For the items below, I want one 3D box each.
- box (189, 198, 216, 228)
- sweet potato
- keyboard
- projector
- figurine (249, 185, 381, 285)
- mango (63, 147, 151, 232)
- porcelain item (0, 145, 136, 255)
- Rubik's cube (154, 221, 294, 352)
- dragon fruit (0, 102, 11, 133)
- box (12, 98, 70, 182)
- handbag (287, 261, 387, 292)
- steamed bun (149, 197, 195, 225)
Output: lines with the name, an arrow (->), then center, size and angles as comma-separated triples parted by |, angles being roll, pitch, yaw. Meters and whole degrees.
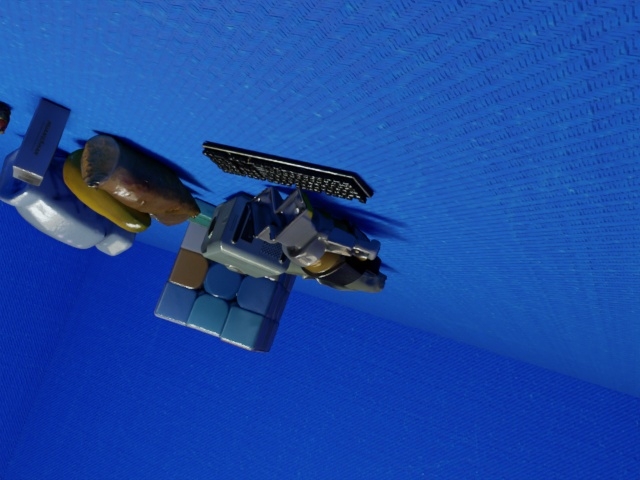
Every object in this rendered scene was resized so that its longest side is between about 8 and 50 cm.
box -> -0.326, -0.069, 2.061 | 0.162, 0.041, 0.229 | 24, 170, -22
sweet potato -> -0.382, -0.120, 1.630 | 0.131, 0.131, 0.337 | 12, 168, 42
keyboard -> -0.063, -0.119, 1.261 | 0.317, 0.027, 0.106 | 14, 169, 28
projector -> -0.174, -0.006, 1.737 | 0.177, 0.163, 0.242 | 24, 168, -18
figurine -> -0.003, 0.001, 1.488 | 0.308, 0.143, 0.308 | 37, 180, 0
mango -> -0.513, -0.119, 1.723 | 0.317, 0.119, 0.176 | 40, 171, 21
porcelain item -> -0.710, -0.108, 2.047 | 0.178, 0.242, 0.405 | -7, 156, 28
Rubik's cube -> -0.288, 0.154, 2.346 | 0.344, 0.346, 0.347 | 18, 170, 9
dragon fruit -> -0.726, -0.282, 1.612 | 0.056, 0.060, 0.083 | 18, -160, -32
box -> -0.590, -0.200, 1.509 | 0.067, 0.149, 0.233 | 20, 171, -22
handbag -> 0.011, 0.070, 1.971 | 0.253, 0.109, 0.316 | 21, 172, -41
steamed bun -> -0.426, -0.106, 1.851 | 0.175, 0.106, 0.145 | 17, 171, 31
